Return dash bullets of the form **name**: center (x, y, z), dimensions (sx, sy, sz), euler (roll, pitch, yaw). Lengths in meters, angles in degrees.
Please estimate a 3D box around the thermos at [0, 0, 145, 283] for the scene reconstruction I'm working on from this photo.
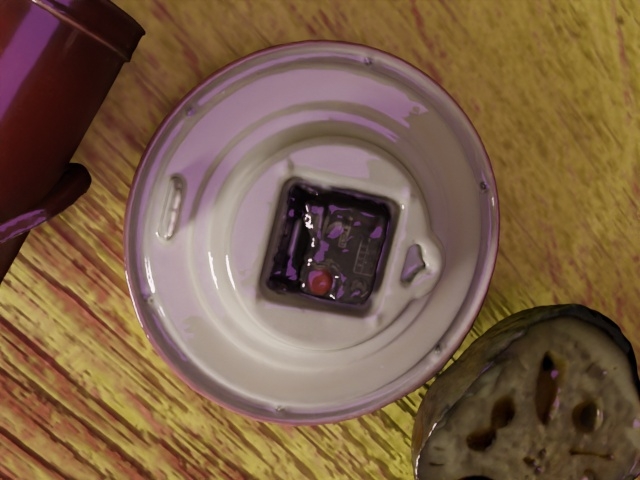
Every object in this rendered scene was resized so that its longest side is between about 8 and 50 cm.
- **thermos**: center (-0.191, -0.034, 0.403), dimensions (0.124, 0.099, 0.232), euler (30, 90, -24)

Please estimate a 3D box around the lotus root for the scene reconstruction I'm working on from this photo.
- **lotus root**: center (0.133, 0.134, 0.545), dimensions (0.183, 0.078, 0.203), euler (-23, 114, -17)

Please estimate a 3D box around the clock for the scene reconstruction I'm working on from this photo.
- **clock**: center (0.000, 0.000, 0.492), dimensions (0.245, 0.056, 0.244), euler (-3, 101, -17)
